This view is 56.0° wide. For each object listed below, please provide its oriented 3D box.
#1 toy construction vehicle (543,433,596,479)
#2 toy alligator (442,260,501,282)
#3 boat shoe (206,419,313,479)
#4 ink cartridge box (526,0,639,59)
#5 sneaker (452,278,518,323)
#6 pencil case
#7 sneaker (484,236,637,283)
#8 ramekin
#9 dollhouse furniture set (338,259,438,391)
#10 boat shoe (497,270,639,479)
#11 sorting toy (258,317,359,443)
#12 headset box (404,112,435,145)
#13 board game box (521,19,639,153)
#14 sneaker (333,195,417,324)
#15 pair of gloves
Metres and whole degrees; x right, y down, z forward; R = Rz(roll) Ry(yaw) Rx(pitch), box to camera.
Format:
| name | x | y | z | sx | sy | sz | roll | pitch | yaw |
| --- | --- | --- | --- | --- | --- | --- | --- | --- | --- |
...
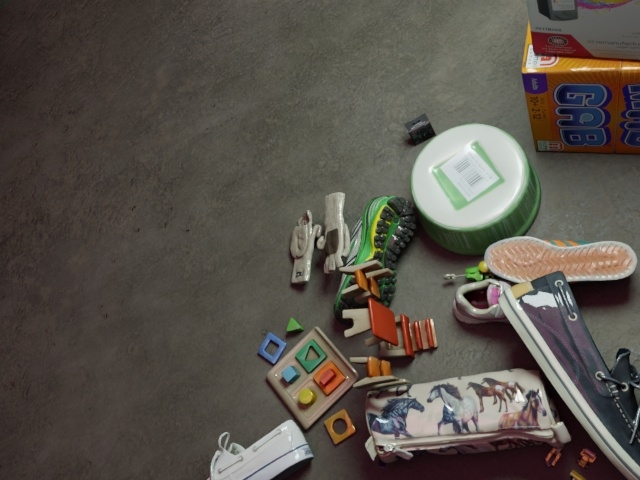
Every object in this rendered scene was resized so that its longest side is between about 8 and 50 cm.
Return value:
| name | x | y | z | sx | sy | sz | roll | pitch | yaw |
| --- | --- | --- | --- | --- | --- | --- | --- | --- | --- |
| toy construction vehicle | 0.508 | 0.455 | 1.228 | 0.086 | 0.035 | 0.098 | 38 | 90 | 30 |
| toy alligator | 0.383 | 0.081 | 1.404 | 0.189 | 0.056 | 0.051 | -19 | 65 | 17 |
| boat shoe | -0.205 | 0.545 | 1.458 | 0.367 | 0.136 | 0.157 | -33 | 62 | 7 |
| ink cartridge box | 0.466 | -0.444 | 0.999 | 0.226 | 0.306 | 0.131 | 15 | 78 | 29 |
| sneaker | 0.413 | 0.139 | 1.338 | 0.252 | 0.111 | 0.103 | -7 | 69 | 21 |
| pencil case | 0.299 | 0.377 | 1.269 | 0.410 | 0.160 | 0.184 | -13 | 28 | 19 |
| sneaker | 0.517 | 0.051 | 1.318 | 0.302 | 0.121 | 0.108 | 2 | 84 | 20 |
| ramekin | 0.361 | -0.128 | 1.435 | 0.303 | 0.148 | 0.304 | -8 | 69 | 21 |
| dollhouse furniture set | 0.159 | 0.195 | 1.347 | 0.135 | 0.259 | 0.262 | -15 | 67 | 22 |
| boat shoe | 0.545 | 0.277 | 1.160 | 0.156 | 0.187 | 0.500 | -35 | 72 | 13 |
| sorting toy | -0.027 | 0.340 | 1.500 | 0.196 | 0.047 | 0.348 | -46 | 61 | 3 |
| headset box | 0.260 | -0.293 | 1.576 | 0.062 | 0.083 | 0.032 | -26 | 63 | 13 |
| board game box | 0.652 | -0.422 | 1.290 | 0.356 | 0.356 | 0.357 | 6 | 75 | 26 |
| sneaker | 0.124 | 0.051 | 1.512 | 0.344 | 0.134 | 0.146 | -66 | 25 | -1 |
| pair of gloves | 0.000 | 0.000 | 1.560 | 0.240 | 0.042 | 0.204 | -26 | 60 | 51 |
